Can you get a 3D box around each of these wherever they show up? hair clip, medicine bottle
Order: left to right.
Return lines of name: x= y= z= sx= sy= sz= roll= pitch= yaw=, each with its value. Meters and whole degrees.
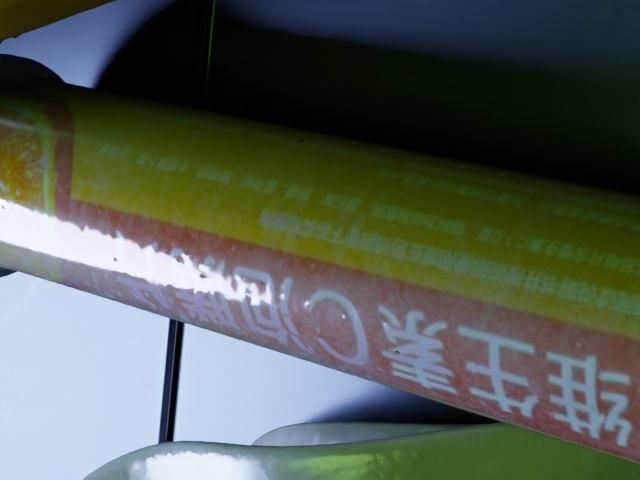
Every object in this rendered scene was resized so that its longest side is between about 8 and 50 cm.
medicine bottle: x=0.000 y=0.000 z=0.652 sx=0.426 sy=0.108 sz=0.108 roll=13 pitch=111 yaw=40
hair clip: x=0.012 y=0.145 z=0.675 sx=0.282 sy=0.113 sz=0.173 roll=8 pitch=107 yaw=41

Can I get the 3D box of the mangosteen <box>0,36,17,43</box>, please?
mangosteen: x=-0.237 y=-0.194 z=0.667 sx=0.330 sy=0.330 sz=0.330 roll=14 pitch=111 yaw=40

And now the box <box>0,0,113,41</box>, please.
box: x=-0.058 y=-0.303 z=0.503 sx=0.116 sy=0.264 sz=0.415 roll=135 pitch=113 yaw=-81
